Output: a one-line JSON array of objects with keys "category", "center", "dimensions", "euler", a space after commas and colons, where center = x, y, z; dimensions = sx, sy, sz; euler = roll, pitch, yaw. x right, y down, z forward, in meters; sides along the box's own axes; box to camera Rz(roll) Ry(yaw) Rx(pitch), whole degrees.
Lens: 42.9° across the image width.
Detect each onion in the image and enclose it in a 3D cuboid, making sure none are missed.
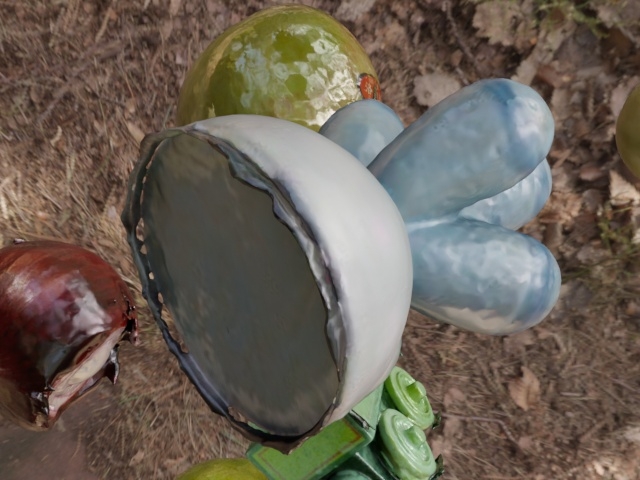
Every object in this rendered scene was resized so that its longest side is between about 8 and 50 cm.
[{"category": "onion", "center": [-0.488, 0.150, 1.453], "dimensions": [0.341, 0.341, 0.341], "euler": [1, 84, -9]}]

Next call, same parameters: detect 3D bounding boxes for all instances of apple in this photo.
[{"category": "apple", "center": [-0.050, -0.149, 0.926], "dimensions": [0.261, 0.261, 0.194], "euler": [-39, 97, -11]}, {"category": "apple", "center": [0.553, -0.164, 1.237], "dimensions": [0.200, 0.200, 0.200], "euler": [1, 84, -9]}]

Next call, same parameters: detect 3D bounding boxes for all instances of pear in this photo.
[{"category": "pear", "center": [-0.180, 0.481, 1.378], "dimensions": [0.269, 0.212, 0.212], "euler": [-32, 89, -48]}]

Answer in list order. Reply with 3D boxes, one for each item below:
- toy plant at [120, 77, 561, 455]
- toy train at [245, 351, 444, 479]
[{"category": "toy plant", "center": [0.052, -0.015, 0.621], "dimensions": [0.332, 0.247, 0.247], "euler": [-23, 87, -35]}, {"category": "toy train", "center": [0.030, 0.208, 0.946], "dimensions": [0.159, 0.271, 0.188], "euler": [-41, 99, 20]}]
